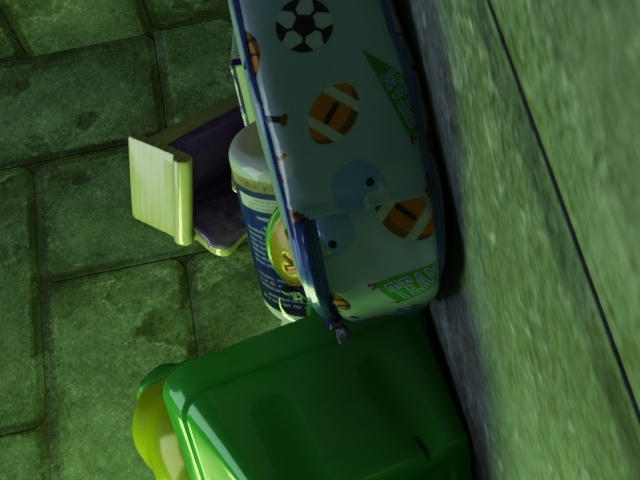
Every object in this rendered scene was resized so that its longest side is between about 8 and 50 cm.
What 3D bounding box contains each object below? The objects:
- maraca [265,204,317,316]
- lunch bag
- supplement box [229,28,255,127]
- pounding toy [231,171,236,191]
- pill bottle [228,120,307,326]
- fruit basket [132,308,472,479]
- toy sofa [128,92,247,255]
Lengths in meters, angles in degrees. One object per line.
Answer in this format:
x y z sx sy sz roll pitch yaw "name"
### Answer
0.020 0.015 0.870 0.099 0.127 0.185 -96 -12 -47 "maraca"
0.013 -0.077 0.689 0.243 0.115 0.303 70 -170 -83 "lunch bag"
-0.046 -0.248 1.160 0.111 0.114 0.220 79 -174 -47 "supplement box"
-0.037 -0.146 1.288 0.181 0.206 0.094 33 -166 -17 "pounding toy"
0.000 0.000 1.001 0.153 0.153 0.264 -104 2 -60 "pill bottle"
-0.022 0.217 0.900 0.392 0.283 0.391 161 90 -77 "fruit basket"
-0.114 -0.137 1.443 0.362 0.177 0.150 -37 -37 -44 "toy sofa"
